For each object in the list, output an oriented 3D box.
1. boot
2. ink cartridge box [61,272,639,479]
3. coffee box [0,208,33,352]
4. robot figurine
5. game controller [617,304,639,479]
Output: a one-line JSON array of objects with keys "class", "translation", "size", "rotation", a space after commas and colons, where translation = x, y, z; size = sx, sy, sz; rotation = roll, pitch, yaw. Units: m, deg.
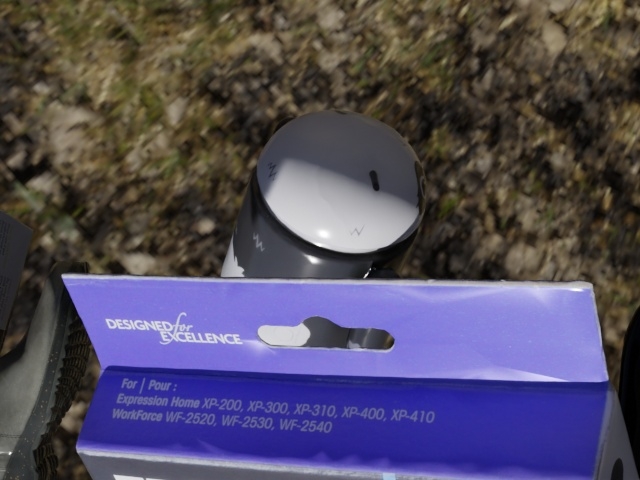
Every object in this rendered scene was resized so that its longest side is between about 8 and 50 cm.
[{"class": "boot", "translation": [-0.281, 0.120, 1.229], "size": [0.161, 0.083, 0.247], "rotation": [15, 87, 5]}, {"class": "ink cartridge box", "translation": [0.017, 0.101, 0.582], "size": [0.206, 0.045, 0.208], "rotation": [0, 131, 24]}, {"class": "coffee box", "translation": [-0.366, -0.008, 1.151], "size": [0.168, 0.297, 0.119], "rotation": [8, 76, 21]}, {"class": "robot figurine", "translation": [0.003, 0.001, 1.510], "size": [0.209, 0.173, 0.278], "rotation": [28, 132, 9]}, {"class": "game controller", "translation": [0.222, 0.175, 0.750], "size": [0.166, 0.067, 0.319], "rotation": [3, 75, 19]}]
